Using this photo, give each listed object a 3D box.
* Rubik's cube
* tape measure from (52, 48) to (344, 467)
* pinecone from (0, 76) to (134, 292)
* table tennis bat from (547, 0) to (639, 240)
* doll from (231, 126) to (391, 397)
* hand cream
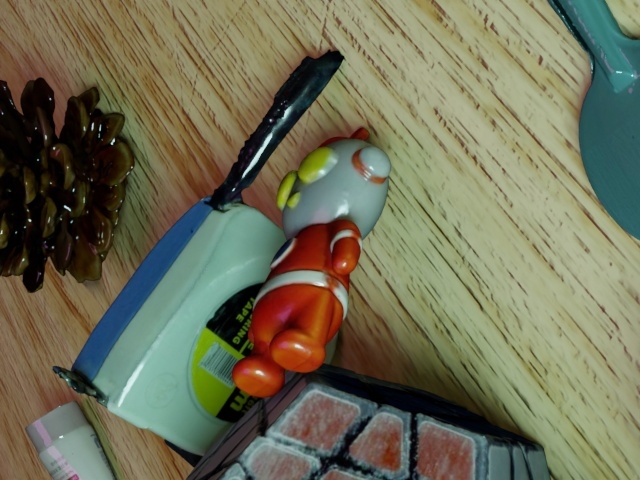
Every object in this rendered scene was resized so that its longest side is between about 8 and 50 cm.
[{"bbox_3d":[0.027,0.239,0.718,0.319,0.319,0.264,16,88,51],"label":"Rubik's cube"},{"bbox_3d":[-0.051,0.023,0.876,0.098,0.215,0.351,27,79,46],"label":"tape measure"},{"bbox_3d":[-0.344,-0.065,1.147,0.264,0.264,0.264,23,119,49],"label":"pinecone"},{"bbox_3d":[0.188,-0.086,0.591,0.124,0.033,0.201,-46,67,48],"label":"table tennis bat"},{"bbox_3d":[0.000,0.000,0.747,0.142,0.076,0.245,-36,29,48],"label":"doll"},{"bbox_3d":[-0.326,0.353,1.419,0.248,0.083,0.133,59,144,7],"label":"hand cream"}]
